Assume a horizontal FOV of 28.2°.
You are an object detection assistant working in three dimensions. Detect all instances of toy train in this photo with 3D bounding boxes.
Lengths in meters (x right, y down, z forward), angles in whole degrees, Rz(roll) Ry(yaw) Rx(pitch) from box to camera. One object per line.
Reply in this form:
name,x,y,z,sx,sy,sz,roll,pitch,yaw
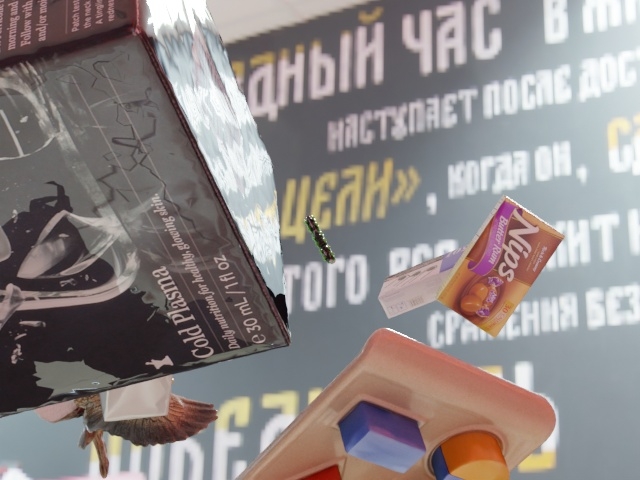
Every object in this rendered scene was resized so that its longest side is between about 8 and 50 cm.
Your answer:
toy train,0.000,0.000,1.733,0.017,0.083,0.024,-30,-33,4

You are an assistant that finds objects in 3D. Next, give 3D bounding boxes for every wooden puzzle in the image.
wooden puzzle,0.088,0.296,1.586,0.322,0.080,0.348,25,-64,-32

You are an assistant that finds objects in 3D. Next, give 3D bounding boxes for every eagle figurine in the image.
eagle figurine,-0.320,0.245,2.157,0.226,0.225,0.298,51,-44,-10

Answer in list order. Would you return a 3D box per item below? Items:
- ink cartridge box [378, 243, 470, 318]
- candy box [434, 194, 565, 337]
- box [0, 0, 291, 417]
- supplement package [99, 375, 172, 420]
ink cartridge box,0.204,0.061,2.150,0.207,0.046,0.097,-22,14,18
candy box,0.268,0.039,1.906,0.109,0.187,0.053,34,6,-2
box,-0.324,-0.074,1.328,0.471,0.297,0.480,-14,-41,8
supplement package,-0.289,0.183,1.981,0.105,0.105,0.179,-4,-47,-18
